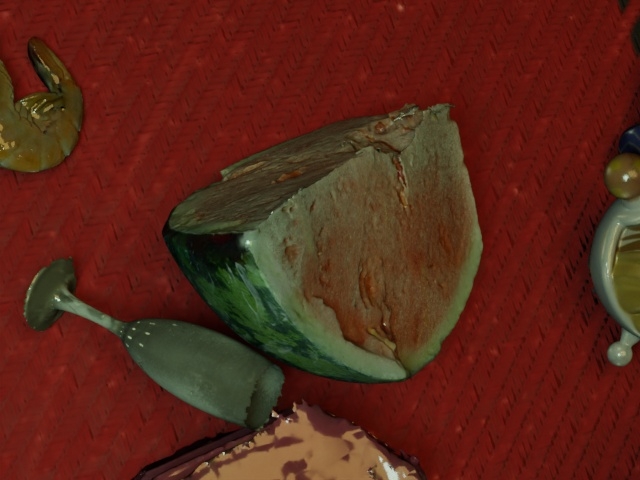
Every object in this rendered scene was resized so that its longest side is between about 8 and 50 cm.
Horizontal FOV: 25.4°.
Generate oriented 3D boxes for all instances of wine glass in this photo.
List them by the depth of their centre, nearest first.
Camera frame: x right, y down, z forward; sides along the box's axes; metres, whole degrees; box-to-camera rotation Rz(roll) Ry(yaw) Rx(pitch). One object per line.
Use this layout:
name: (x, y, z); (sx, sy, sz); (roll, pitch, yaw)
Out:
wine glass: (-0.122, 0.076, 1.044); (0.198, 0.066, 0.066); (23, 72, 22)

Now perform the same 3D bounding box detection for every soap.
soap: (-0.055, 0.230, 1.058); (0.289, 0.112, 0.182); (-22, 88, -18)

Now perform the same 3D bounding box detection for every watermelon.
watermelon: (0.000, 0.000, 1.045); (0.224, 0.180, 0.305); (33, 32, 14)

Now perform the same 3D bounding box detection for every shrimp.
shrimp: (-0.239, -0.131, 1.112); (0.095, 0.045, 0.162); (-17, 82, -17)

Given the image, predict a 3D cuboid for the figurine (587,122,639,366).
figurine: (0.293, -0.040, 1.193); (0.194, 0.133, 0.274); (4, 71, -37)
